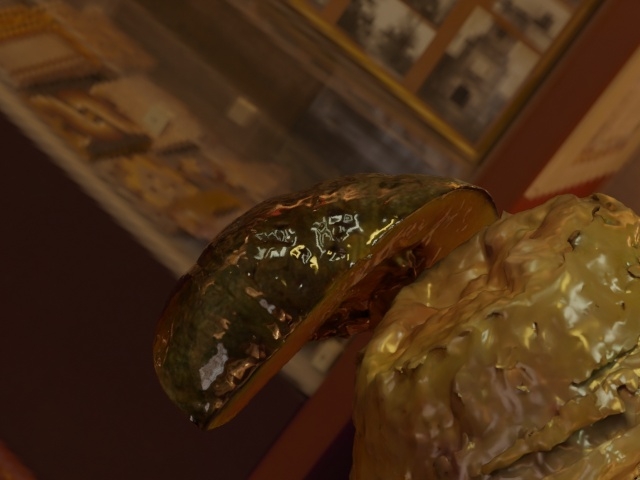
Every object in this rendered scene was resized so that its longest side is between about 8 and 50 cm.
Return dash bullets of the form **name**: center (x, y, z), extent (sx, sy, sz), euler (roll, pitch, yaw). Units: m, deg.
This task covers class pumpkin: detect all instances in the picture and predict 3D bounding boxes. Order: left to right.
- **pumpkin**: center (0.000, 0.000, 1.088), extent (0.148, 0.169, 0.312), euler (37, 36, 23)

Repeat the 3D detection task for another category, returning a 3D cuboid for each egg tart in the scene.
- **egg tart**: center (0.137, 0.073, 0.963), extent (0.150, 0.352, 0.352), euler (56, 21, -8)
